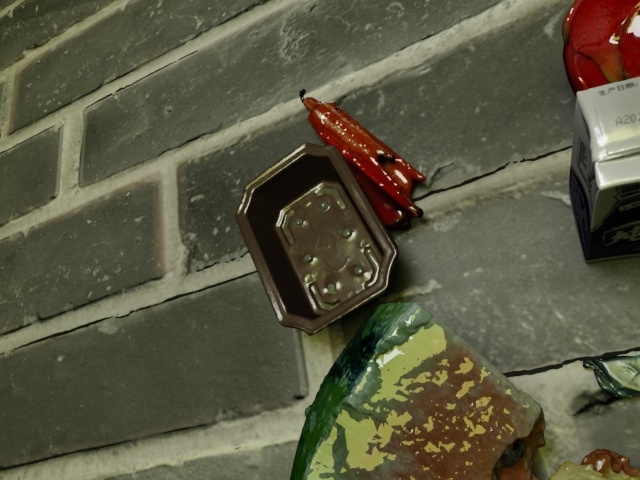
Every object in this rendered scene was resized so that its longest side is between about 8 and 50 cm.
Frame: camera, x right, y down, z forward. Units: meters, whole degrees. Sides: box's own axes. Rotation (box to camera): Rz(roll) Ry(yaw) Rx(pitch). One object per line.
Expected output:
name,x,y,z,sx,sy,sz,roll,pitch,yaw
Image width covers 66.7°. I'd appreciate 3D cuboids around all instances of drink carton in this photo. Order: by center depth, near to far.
drink carton,0.316,-0.063,0.457,0.134,0.222,0.102,-8,68,23

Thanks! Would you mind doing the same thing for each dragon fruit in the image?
dragon fruit,0.353,-0.216,0.526,0.172,0.172,0.210,0,70,26

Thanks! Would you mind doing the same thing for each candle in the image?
candle,0.047,-0.131,0.708,0.084,0.059,0.302,-36,60,-6

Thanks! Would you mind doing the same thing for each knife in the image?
knife,0.415,0.114,0.460,0.296,0.026,0.044,-14,54,21

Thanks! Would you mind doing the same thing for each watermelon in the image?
watermelon,0.089,0.212,0.508,0.301,0.151,0.264,24,83,31

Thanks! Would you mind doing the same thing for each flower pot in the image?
flower pot,0.000,0.000,0.669,0.178,0.084,0.251,-33,62,11

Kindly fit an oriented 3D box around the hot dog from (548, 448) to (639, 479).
hot dog,0.255,0.296,0.423,0.146,0.103,0.213,14,77,-13
